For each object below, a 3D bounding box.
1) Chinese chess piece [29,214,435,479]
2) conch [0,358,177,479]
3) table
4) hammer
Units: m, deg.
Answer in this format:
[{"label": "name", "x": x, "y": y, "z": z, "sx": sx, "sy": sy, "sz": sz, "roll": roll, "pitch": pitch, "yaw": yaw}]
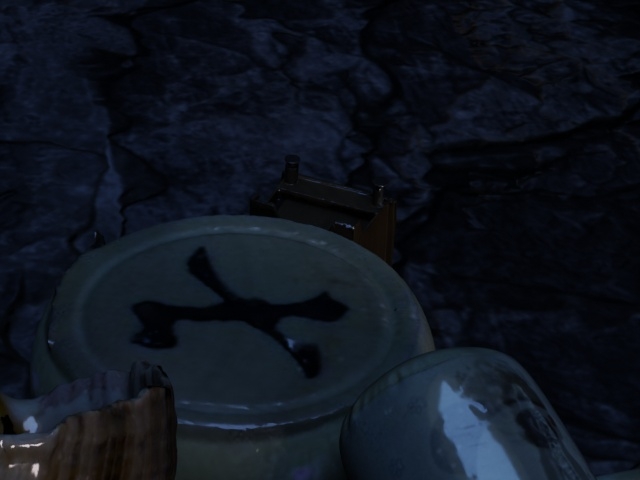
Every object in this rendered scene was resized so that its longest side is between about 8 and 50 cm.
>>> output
[{"label": "Chinese chess piece", "x": -0.052, "y": 0.075, "z": 1.021, "sx": 0.237, "sy": 0.092, "sz": 0.238, "roll": 1, "pitch": 34, "yaw": -1}, {"label": "conch", "x": -0.170, "y": 0.141, "z": 0.838, "sx": 0.210, "sy": 0.159, "sz": 0.291, "roll": -2, "pitch": 4, "yaw": -9}, {"label": "table", "x": 0.000, "y": 0.000, "z": 1.143, "sx": 0.083, "sy": 0.082, "sz": 0.070, "roll": 15, "pitch": 36, "yaw": 16}, {"label": "hammer", "x": 0.168, "y": 0.136, "z": 0.932, "sx": 0.305, "sy": 0.113, "sz": 0.202, "roll": -6, "pitch": 57, "yaw": -35}]
